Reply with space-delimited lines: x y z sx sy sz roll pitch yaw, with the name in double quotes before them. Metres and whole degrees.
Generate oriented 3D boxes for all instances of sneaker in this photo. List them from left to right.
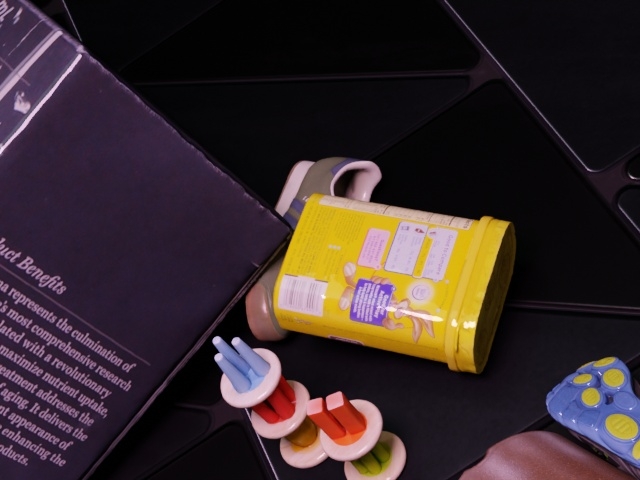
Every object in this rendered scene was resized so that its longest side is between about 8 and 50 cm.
"sneaker" 0.000 0.000 1.257 0.086 0.064 0.192 -8 48 33
"sneaker" 0.220 0.140 1.000 0.067 0.078 0.188 -35 28 -9

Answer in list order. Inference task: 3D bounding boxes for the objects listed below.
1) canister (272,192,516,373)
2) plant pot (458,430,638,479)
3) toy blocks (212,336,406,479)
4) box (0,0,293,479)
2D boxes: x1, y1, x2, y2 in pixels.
"canister" 0.060 0.030 1.158 0.169 0.073 0.126 11 62 19
"plant pot" 0.170 0.214 0.918 0.167 0.167 0.165 -45 36 -8
"toy blocks" -0.014 0.127 1.101 0.123 0.148 0.054 12 62 39
"box" -0.365 0.004 1.279 0.472 0.297 0.480 -49 44 -2
